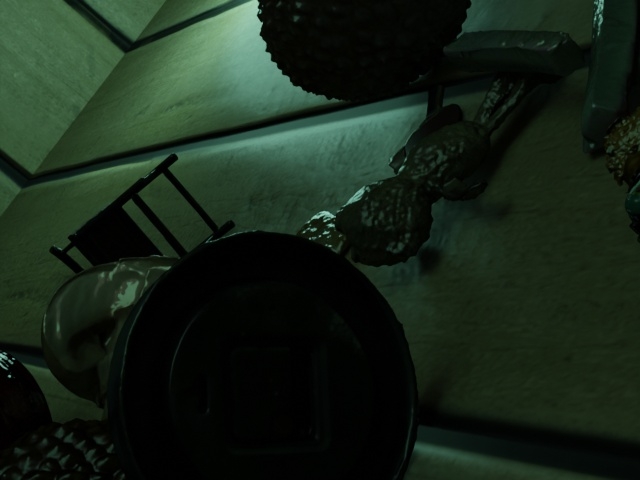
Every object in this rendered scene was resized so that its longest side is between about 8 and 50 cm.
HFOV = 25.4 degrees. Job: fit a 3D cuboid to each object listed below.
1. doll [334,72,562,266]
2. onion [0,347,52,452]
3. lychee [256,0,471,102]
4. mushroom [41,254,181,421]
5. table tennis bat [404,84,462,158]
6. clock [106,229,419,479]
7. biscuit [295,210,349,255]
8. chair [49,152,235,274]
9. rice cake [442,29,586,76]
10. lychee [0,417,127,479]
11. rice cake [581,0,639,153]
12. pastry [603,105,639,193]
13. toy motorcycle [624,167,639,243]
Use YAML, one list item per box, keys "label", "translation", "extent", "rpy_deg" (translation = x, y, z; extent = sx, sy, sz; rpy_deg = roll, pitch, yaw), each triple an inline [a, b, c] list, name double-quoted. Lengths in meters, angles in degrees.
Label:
- label: "doll"
  translation: [0.133, -0.090, 1.503]
  extent: [0.203, 0.091, 0.286]
  rpy_deg: [0, 53, 40]
- label: "onion"
  translation: [-0.493, 0.262, 1.908]
  extent: [0.337, 0.281, 0.260]
  rpy_deg: [-18, 2, 35]
- label: "lychee"
  translation: [0.057, -0.318, 1.803]
  extent: [0.300, 0.300, 0.300]
  rpy_deg: [-41, 22, 21]
- label: "mushroom"
  translation: [-0.169, 0.140, 1.542]
  extent: [0.254, 0.189, 0.195]
  rpy_deg: [3, 64, 12]
- label: "table tennis bat"
  translation: [0.132, -0.133, 1.672]
  extent: [0.095, 0.014, 0.158]
  rpy_deg: [-38, 26, 32]
- label: "clock"
  translation: [-0.048, 0.133, 1.197]
  extent: [0.280, 0.281, 0.055]
  rpy_deg: [-59, 17, -24]
- label: "biscuit"
  translation: [0.000, 0.000, 1.700]
  extent: [0.071, 0.018, 0.147]
  rpy_deg: [-48, 19, -2]
- label: "chair"
  translation: [-0.273, 0.016, 2.002]
  extent: [0.260, 0.154, 0.141]
  rpy_deg: [-38, 5, 25]
- label: "rice cake"
  translation: [0.196, -0.192, 1.453]
  extent: [0.034, 0.043, 0.211]
  rpy_deg: [-51, 24, -11]
- label: "lychee"
  translation: [-0.224, 0.283, 1.372]
  extent: [0.271, 0.236, 0.236]
  rpy_deg: [-24, 29, 20]
- label: "rice cake"
  translation: [0.291, -0.188, 1.409]
  extent: [0.290, 0.051, 0.081]
  rpy_deg: [-73, -3, -48]
- label: "pastry"
  translation: [0.306, -0.104, 1.213]
  extent: [0.140, 0.056, 0.080]
  rpy_deg: [-34, 32, 19]
- label: "toy motorcycle"
  translation: [0.312, -0.058, 1.116]
  extent: [0.173, 0.058, 0.100]
  rpy_deg: [-48, 28, 7]
